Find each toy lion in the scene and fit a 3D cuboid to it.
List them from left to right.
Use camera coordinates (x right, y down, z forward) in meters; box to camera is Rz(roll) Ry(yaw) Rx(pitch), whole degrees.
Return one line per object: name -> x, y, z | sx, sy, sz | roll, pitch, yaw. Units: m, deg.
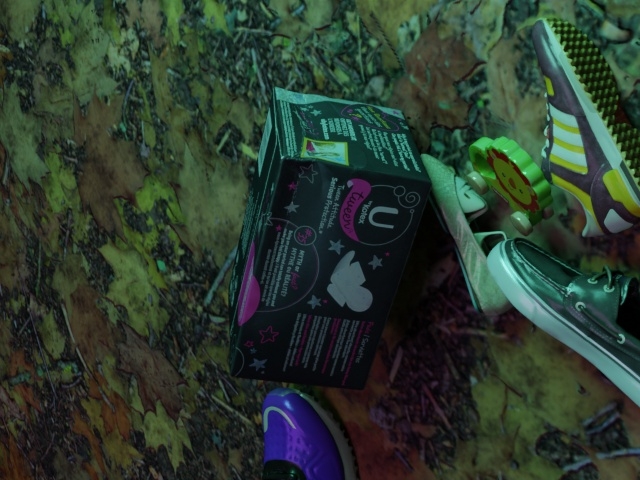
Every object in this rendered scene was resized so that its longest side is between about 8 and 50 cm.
toy lion -> 0.162, -0.056, 0.792 | 0.100, 0.034, 0.096 | 49, 172, 37

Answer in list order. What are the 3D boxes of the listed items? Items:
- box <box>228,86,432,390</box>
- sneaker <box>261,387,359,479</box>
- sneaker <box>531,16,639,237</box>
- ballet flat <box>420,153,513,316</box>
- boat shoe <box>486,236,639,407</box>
box -> 0.000, 0.000, 0.906 | 0.163, 0.142, 0.247 | -100, 22, -58
sneaker -> -0.030, 0.325, 1.077 | 0.102, 0.146, 0.293 | -13, 94, 47
sneaker -> 0.206, -0.091, 0.755 | 0.084, 0.070, 0.185 | -32, 78, 41
ballet flat -> 0.145, -0.011, 0.868 | 0.052, 0.057, 0.168 | -24, 89, 19
boat shoe -> 0.242, 0.062, 0.763 | 0.228, 0.080, 0.076 | 45, 125, 25
